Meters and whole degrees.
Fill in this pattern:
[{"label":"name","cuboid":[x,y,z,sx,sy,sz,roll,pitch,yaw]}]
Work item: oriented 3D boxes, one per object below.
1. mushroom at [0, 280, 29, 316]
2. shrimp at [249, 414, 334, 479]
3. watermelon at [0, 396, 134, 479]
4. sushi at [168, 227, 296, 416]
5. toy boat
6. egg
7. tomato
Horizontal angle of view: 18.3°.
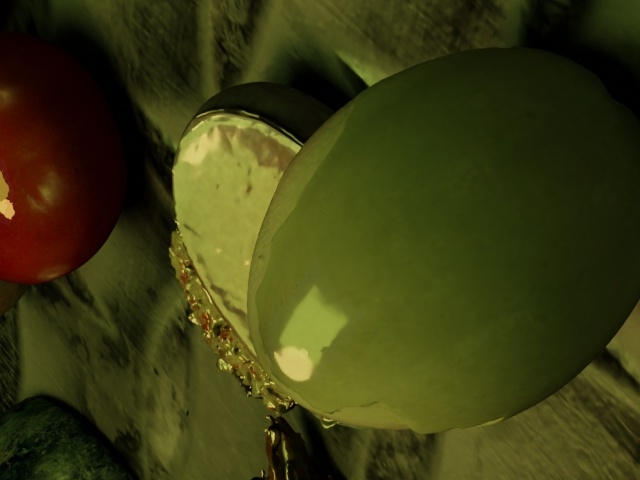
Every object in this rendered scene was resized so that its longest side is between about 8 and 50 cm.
[{"label":"mushroom","cuboid":[-0.338,0.010,1.673,0.189,0.253,0.195,12,84,22]},{"label":"shrimp","cuboid":[0.023,0.260,1.428,0.154,0.062,0.294,-22,95,50]},{"label":"watermelon","cuboid":[-0.259,0.283,1.848,0.318,0.148,0.226,28,142,52]},{"label":"sushi","cuboid":[-0.041,0.042,1.341,0.150,0.078,0.090,55,150,20]},{"label":"toy boat","cuboid":[0.000,0.000,1.241,0.227,0.085,0.155,53,130,14]},{"label":"egg","cuboid":[0.058,0.006,0.998,0.183,0.217,0.183,41,146,36]},{"label":"tomato","cuboid":[-0.228,-0.065,1.516,0.195,0.136,0.195,41,146,36]}]
